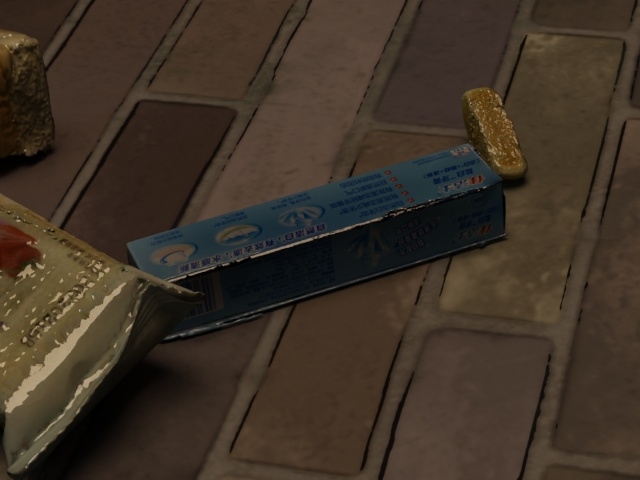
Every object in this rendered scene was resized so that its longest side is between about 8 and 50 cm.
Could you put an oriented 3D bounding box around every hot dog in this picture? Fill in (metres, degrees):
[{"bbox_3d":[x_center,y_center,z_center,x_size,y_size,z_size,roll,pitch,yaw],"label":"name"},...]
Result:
[{"bbox_3d":[0.133,-0.077,1.387,0.030,0.034,0.090,-6,55,-18],"label":"hot dog"}]

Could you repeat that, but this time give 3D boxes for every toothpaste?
[{"bbox_3d":[0.000,0.000,1.286,0.272,0.053,0.066,-17,34,-15],"label":"toothpaste"}]

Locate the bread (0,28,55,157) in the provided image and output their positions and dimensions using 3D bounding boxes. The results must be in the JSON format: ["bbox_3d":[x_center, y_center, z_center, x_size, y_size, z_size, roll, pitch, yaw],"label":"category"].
[{"bbox_3d":[-0.282,-0.117,1.428,0.125,0.106,0.082,15,41,28],"label":"bread"}]

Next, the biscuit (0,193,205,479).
[{"bbox_3d":[-0.237,0.041,1.223,0.309,0.079,0.186,29,62,34],"label":"biscuit"}]
